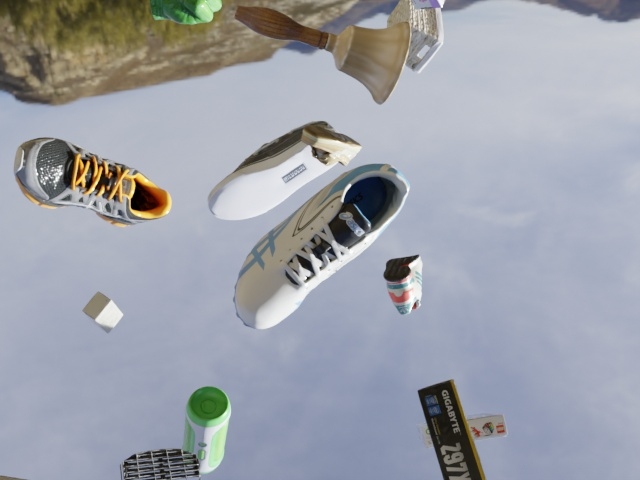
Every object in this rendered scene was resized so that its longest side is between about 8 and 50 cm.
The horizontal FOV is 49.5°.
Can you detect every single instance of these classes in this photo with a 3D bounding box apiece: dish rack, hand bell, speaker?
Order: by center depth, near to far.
[{"bbox_3d":[-0.005,-0.294,1.004,0.242,0.126,0.126,16,-164,-13],"label":"hand bell"},{"bbox_3d":[-0.360,0.619,1.593,0.208,0.074,0.271,5,-128,-32],"label":"dish rack"},{"bbox_3d":[-0.323,0.535,1.945,0.131,0.296,0.131,7,-136,-7],"label":"speaker"}]

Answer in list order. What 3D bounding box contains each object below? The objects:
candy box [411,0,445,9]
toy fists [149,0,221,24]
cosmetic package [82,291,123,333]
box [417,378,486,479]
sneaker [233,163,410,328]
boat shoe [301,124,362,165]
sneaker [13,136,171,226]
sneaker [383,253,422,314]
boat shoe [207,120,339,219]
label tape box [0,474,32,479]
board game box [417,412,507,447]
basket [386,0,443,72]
[{"bbox_3d":[0.222,-0.593,1.385,0.070,0.165,0.196,14,-111,42],"label":"candy box"},{"bbox_3d":[-0.259,-0.560,1.347,0.142,0.279,0.096,-2,175,-3],"label":"toy fists"},{"bbox_3d":[-0.502,0.167,1.604,0.041,0.115,0.060,31,-112,11],"label":"cosmetic package"},{"bbox_3d":[0.271,0.450,1.309,0.079,0.257,0.322,-18,-118,6],"label":"box"},{"bbox_3d":[0.000,0.000,0.740,0.237,0.085,0.086,-44,-170,-15],"label":"sneaker"},{"bbox_3d":[0.013,-0.126,0.960,0.050,0.045,0.135,37,-163,27],"label":"boat shoe"},{"bbox_3d":[-0.268,-0.071,0.837,0.083,0.084,0.215,2,170,30],"label":"sneaker"},{"bbox_3d":[0.140,0.074,1.150,0.057,0.075,0.161,-9,-170,15],"label":"sneaker"},{"bbox_3d":[-0.098,-0.150,1.408,0.301,0.108,0.102,-32,-139,1],"label":"boat shoe"},{"bbox_3d":[-0.396,0.453,0.934,0.348,0.249,0.115,5,-160,12],"label":"label tape box"},{"bbox_3d":[0.347,0.475,1.747,0.193,0.053,0.305,-10,166,3],"label":"board game box"},{"bbox_3d":[0.232,-0.524,1.738,0.103,0.113,0.167,21,-133,-19],"label":"basket"}]
